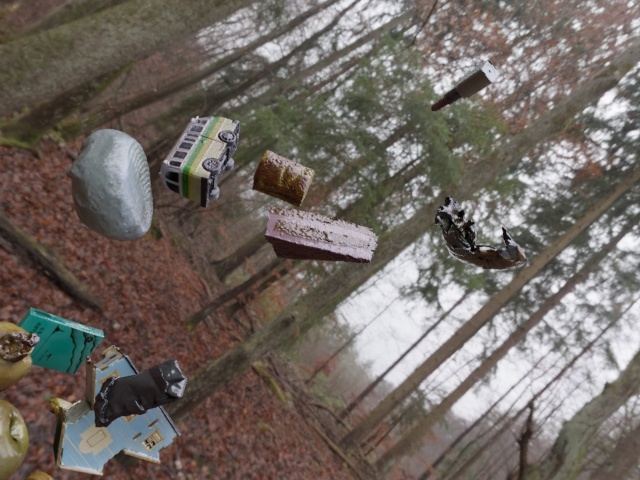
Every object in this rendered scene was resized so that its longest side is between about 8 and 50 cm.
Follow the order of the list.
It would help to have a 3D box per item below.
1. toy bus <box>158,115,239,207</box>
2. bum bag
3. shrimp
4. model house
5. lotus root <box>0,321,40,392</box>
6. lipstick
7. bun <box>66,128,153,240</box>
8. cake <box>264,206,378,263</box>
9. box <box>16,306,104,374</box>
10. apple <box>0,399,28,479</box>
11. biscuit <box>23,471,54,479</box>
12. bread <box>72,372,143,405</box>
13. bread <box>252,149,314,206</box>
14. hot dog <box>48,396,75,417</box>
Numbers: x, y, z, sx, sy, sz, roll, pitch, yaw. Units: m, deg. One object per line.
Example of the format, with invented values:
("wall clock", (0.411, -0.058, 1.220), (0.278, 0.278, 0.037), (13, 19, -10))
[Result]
("toy bus", (-0.386, -0.276, 1.382), (0.179, 0.305, 0.143), (17, -37, -3))
("bum bag", (-0.345, 0.283, 0.796), (0.049, 0.198, 0.087), (63, 10, -51))
("shrimp", (0.345, 0.008, 0.910), (0.178, 0.075, 0.289), (15, -24, 37))
("model house", (-0.466, 0.387, 0.908), (0.178, 0.206, 0.270), (-5, -64, 52))
("lotus root", (-0.790, 0.281, 1.000), (0.152, 0.343, 0.169), (12, 62, -58))
("lipstick", (0.193, -0.206, 0.586), (0.025, 0.025, 0.107), (42, -27, -13))
("bun", (-0.631, -0.155, 1.280), (0.354, 0.195, 0.353), (177, -90, -82))
("cake", (0.000, 0.000, 1.113), (0.296, 0.115, 0.112), (10, -36, 6))
("box", (-0.812, 0.311, 1.284), (0.226, 0.160, 0.042), (37, 3, -43))
("apple", (-1.011, 0.608, 1.237), (0.257, 0.234, 0.256), (163, -90, -76))
("biscuit", (-0.620, 0.634, 0.978), (0.249, 0.184, 0.035), (26, 17, 20))
("bread", (-0.767, 0.645, 1.585), (0.160, 0.333, 0.333), (47, -16, 28))
("bread", (-0.117, -0.197, 1.342), (0.172, 0.131, 0.103), (22, -12, 0))
("hot dog", (-0.710, 0.509, 1.223), (0.169, 0.061, 0.078), (23, -29, -7))
